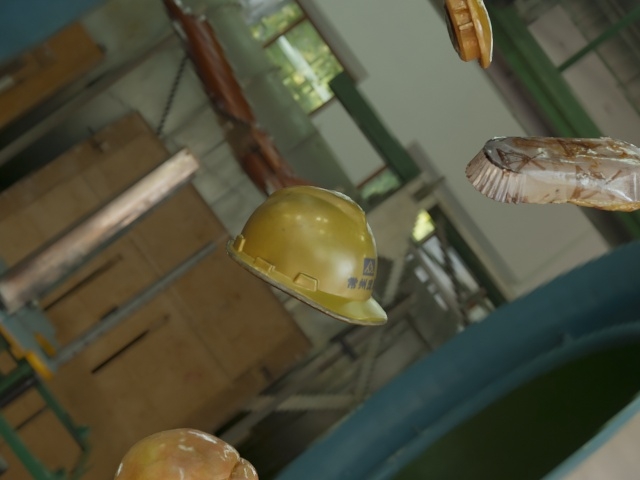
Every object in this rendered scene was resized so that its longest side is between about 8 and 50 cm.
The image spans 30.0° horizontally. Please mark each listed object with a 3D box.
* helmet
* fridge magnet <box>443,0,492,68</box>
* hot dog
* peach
[{"bbox_3d":[0.000,0.000,1.646,0.257,0.140,0.205,28,13,34],"label":"helmet"},{"bbox_3d":[0.223,-0.326,1.797,0.143,0.063,0.143,-18,90,-86],"label":"fridge magnet"},{"bbox_3d":[0.303,-0.085,1.505,0.131,0.252,0.069,-111,-154,-54],"label":"hot dog"},{"bbox_3d":[-0.164,0.317,1.466,0.184,0.184,0.184,52,-6,8],"label":"peach"}]
